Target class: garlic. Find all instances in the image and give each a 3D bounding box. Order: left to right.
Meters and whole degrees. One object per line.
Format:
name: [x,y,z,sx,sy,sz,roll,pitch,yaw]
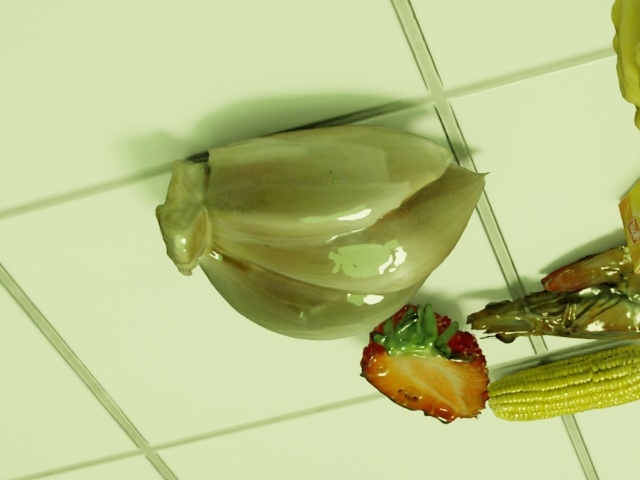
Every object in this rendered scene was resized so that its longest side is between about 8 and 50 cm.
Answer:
garlic: [0.000,-0.002,1.728,0.325,0.132,0.279,3,151,-4]

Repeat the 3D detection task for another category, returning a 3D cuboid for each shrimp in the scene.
shrimp: [0.302,0.056,1.897,0.287,0.063,0.152,-7,142,-4]

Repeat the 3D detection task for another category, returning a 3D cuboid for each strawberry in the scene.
strawberry: [0.122,0.129,1.947,0.192,0.085,0.140,21,141,-23]

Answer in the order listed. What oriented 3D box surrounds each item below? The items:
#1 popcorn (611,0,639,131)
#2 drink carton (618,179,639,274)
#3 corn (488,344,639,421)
popcorn: [0.417,-0.131,1.420,0.349,0.349,0.382,-13,106,9]
drink carton: [0.387,-0.060,1.725,0.071,0.096,0.223,11,139,-22]
corn: [0.296,0.170,2.047,0.203,0.072,0.072,-14,143,13]
